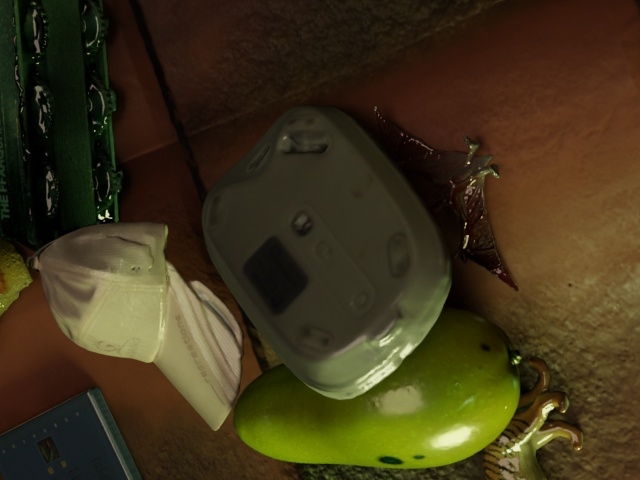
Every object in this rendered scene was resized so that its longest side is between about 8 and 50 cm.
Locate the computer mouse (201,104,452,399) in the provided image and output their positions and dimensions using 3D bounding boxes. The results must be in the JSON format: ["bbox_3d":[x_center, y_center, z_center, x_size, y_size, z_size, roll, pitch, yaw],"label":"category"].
[{"bbox_3d":[0.004,0.003,1.145,0.197,0.095,0.331,-47,44,12],"label":"computer mouse"}]

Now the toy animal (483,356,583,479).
[{"bbox_3d":[0.194,0.225,1.173,0.099,0.057,0.241,-2,100,30],"label":"toy animal"}]

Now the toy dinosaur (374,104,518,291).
[{"bbox_3d":[0.121,-0.043,1.172,0.108,0.032,0.220,-41,82,27],"label":"toy dinosaur"}]

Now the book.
[{"bbox_3d":[-0.273,0.325,1.479,0.191,0.025,0.269,-28,86,30],"label":"book"}]

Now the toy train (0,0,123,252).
[{"bbox_3d":[-0.318,-0.142,1.342,0.178,0.138,0.330,3,101,33],"label":"toy train"}]

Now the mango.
[{"bbox_3d":[0.052,0.145,1.167,0.293,0.175,0.143,-16,83,33],"label":"mango"}]

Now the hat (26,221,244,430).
[{"bbox_3d":[-0.187,0.101,1.272,0.226,0.164,0.219,69,158,15],"label":"hat"}]

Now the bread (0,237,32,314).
[{"bbox_3d":[-0.417,0.056,1.466,0.125,0.086,0.156,45,117,15],"label":"bread"}]
